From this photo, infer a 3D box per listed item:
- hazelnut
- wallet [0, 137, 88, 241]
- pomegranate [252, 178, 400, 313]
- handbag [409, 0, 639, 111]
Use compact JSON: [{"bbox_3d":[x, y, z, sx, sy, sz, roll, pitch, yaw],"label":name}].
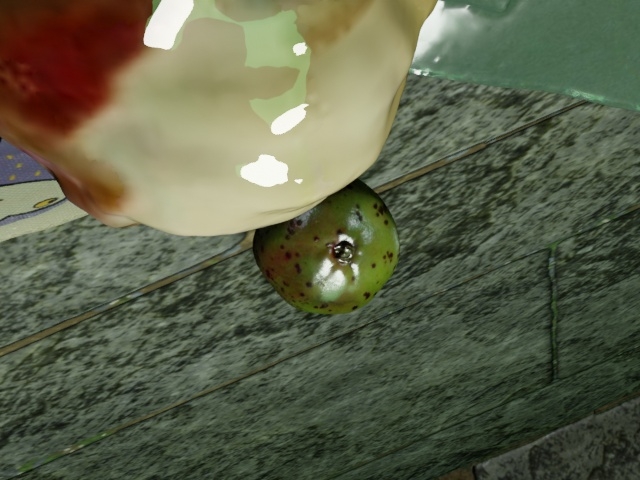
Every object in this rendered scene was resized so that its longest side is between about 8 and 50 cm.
[{"bbox_3d":[-0.058,-0.141,0.622,0.261,0.261,0.241,-9,-172,-33],"label":"hazelnut"},{"bbox_3d":[-0.146,-0.059,0.901,0.335,0.068,0.275,-19,162,-8],"label":"wallet"},{"bbox_3d":[0.000,0.000,1.170,0.114,0.115,0.142,-19,-172,-11],"label":"pomegranate"},{"bbox_3d":[0.165,-0.169,0.753,0.260,0.079,0.247,6,142,-28],"label":"handbag"}]
